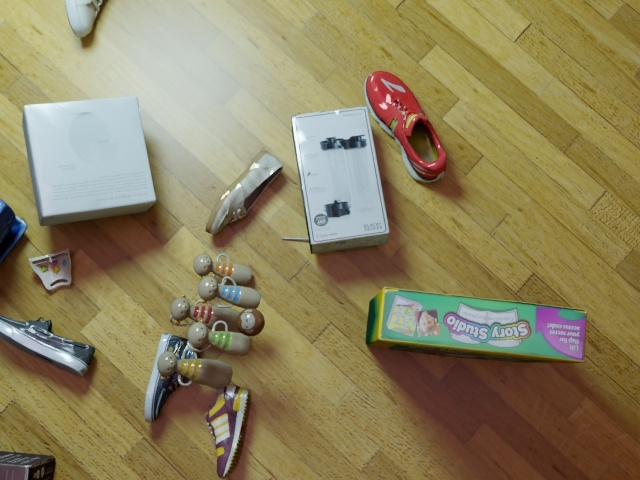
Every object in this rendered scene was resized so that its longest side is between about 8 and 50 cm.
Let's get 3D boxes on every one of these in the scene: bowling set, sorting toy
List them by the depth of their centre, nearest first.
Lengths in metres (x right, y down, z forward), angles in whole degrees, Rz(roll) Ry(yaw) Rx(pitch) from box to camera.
[{"bbox_3d":[-0.205,0.139,1.548,0.154,0.200,0.287,17,68,-21],"label":"bowling set"},{"bbox_3d":[-0.559,0.063,1.660,0.083,0.045,0.075,-15,88,-4],"label":"sorting toy"}]

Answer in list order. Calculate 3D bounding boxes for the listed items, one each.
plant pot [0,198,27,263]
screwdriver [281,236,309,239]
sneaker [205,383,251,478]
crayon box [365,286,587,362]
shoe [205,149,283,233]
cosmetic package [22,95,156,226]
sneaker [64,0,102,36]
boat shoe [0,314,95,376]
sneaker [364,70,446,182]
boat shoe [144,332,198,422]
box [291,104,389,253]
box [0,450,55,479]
[{"bbox_3d":[-0.751,-0.022,1.582,0.236,0.212,0.236,34,81,5],"label":"plant pot"},{"bbox_3d":[0.000,0.000,1.693,0.170,0.024,0.025,-2,52,0],"label":"screwdriver"},{"bbox_3d":[-0.198,0.386,1.603,0.084,0.069,0.185,10,74,9],"label":"sneaker"},{"bbox_3d":[0.281,0.169,1.521,0.363,0.313,0.106,6,80,-1],"label":"crayon box"},{"bbox_3d":[-0.163,-0.096,1.677,0.058,0.076,0.219,36,79,10],"label":"shoe"},{"bbox_3d":[-0.474,-0.159,1.612,0.224,0.138,0.225,-9,84,-23],"label":"cosmetic package"},{"bbox_3d":[-0.490,-0.589,1.740,0.123,0.106,0.290,2,79,2],"label":"sneaker"},{"bbox_3d":[-0.570,0.198,1.621,0.228,0.080,0.076,24,63,6],"label":"boat shoe"},{"bbox_3d":[0.194,-0.258,1.692,0.107,0.118,0.279,-31,82,-7],"label":"sneaker"},{"bbox_3d":[-0.303,0.286,1.613,0.083,0.065,0.183,11,79,0],"label":"boat shoe"},{"bbox_3d":[0.040,-0.129,1.669,0.169,0.087,0.290,-9,75,-3],"label":"box"},{"bbox_3d":[-0.644,0.497,1.515,0.203,0.168,0.167,6,81,-1],"label":"box"}]
